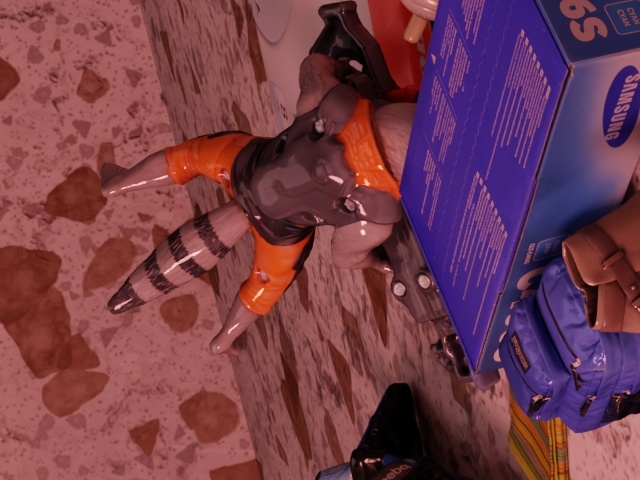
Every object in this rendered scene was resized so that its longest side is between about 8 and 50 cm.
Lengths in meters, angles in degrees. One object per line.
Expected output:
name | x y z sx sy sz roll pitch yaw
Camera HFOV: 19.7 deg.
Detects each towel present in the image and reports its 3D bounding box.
towel | 0.162 0.093 1.447 0.102 0.021 0.237 -123 22 -56

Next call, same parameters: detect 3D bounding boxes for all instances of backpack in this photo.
backpack | 0.171 0.062 1.167 0.120 0.101 0.098 104 143 -61

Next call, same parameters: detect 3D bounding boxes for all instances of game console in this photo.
game console | 0.141 0.315 1.822 0.250 0.173 0.293 -56 -41 -63

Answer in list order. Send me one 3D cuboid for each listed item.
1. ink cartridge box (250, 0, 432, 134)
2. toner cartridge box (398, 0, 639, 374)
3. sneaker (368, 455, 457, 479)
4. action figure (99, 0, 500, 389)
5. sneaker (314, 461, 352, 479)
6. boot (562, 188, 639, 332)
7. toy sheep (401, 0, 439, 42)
ink cartridge box | 0.019 -0.187 1.613 0.385 0.091 0.308 -130 27 -67
toner cartridge box | 0.130 -0.072 1.203 0.348 0.075 0.165 99 153 -56
sneaker | 0.101 0.249 1.609 0.135 0.097 0.276 60 152 5
action figure | 0.000 0.000 1.500 0.330 0.178 0.341 -29 87 36
sneaker | 0.039 0.257 1.921 0.162 0.073 0.063 47 -137 -62
boot | 0.180 -0.007 1.060 0.042 0.087 0.118 141 114 -80
toy sheep | 0.087 -0.196 1.266 0.091 0.091 0.132 -123 46 -57
